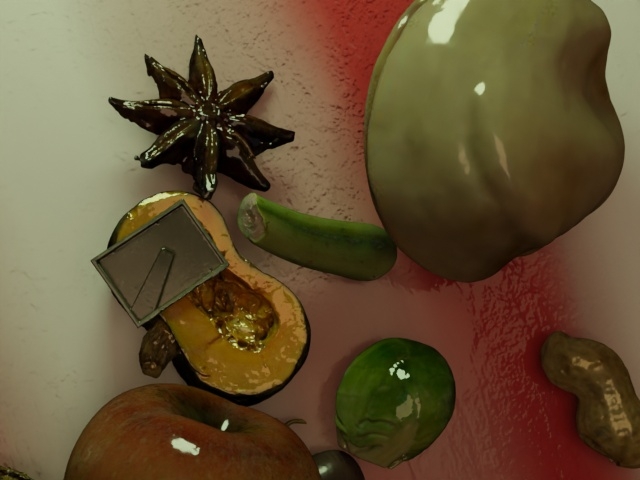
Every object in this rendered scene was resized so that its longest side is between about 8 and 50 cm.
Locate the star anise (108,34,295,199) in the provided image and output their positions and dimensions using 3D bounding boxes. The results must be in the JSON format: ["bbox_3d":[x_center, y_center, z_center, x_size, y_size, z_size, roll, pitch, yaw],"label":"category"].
[{"bbox_3d":[-0.164,-0.155,1.939,0.271,0.102,0.272,10,57,-16],"label":"star anise"}]

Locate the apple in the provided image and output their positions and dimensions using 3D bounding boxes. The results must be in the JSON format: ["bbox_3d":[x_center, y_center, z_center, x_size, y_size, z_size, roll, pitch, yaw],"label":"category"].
[{"bbox_3d":[-0.168,0.354,1.755,0.338,0.338,0.305,18,100,-7],"label":"apple"}]

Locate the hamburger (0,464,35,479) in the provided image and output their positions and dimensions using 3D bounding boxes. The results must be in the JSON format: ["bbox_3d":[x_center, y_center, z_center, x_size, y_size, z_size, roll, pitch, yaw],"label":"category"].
[{"bbox_3d":[-0.410,0.373,1.775,0.177,0.185,0.113,4,117,-28],"label":"hamburger"}]

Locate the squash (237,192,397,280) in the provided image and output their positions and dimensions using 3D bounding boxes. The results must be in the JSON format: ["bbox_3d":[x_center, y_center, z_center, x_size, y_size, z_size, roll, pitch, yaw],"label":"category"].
[{"bbox_3d":[0.000,0.000,1.926,0.250,0.083,0.083,15,83,-30],"label":"squash"}]

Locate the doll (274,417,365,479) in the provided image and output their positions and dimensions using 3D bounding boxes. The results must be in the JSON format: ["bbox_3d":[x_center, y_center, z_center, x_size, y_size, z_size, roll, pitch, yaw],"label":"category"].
[{"bbox_3d":[-0.015,0.328,1.927,0.145,0.096,0.188,-17,78,-16],"label":"doll"}]

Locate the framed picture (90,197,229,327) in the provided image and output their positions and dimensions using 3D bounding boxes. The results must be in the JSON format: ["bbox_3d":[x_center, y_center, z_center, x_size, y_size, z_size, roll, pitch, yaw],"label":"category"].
[{"bbox_3d":[-0.209,0.029,1.824,0.149,0.011,0.109,-34,89,-15],"label":"framed picture"}]

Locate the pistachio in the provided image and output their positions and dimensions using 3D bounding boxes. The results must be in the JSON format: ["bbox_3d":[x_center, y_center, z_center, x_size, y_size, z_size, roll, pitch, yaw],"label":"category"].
[{"bbox_3d":[0.239,-0.159,1.907,0.365,0.281,0.446,17,87,-14],"label":"pistachio"}]

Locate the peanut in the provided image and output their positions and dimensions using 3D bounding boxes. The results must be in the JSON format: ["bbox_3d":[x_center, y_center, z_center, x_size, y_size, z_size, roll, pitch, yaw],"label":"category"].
[{"bbox_3d":[0.402,0.225,1.998,0.103,0.098,0.229,-29,87,-37],"label":"peanut"}]

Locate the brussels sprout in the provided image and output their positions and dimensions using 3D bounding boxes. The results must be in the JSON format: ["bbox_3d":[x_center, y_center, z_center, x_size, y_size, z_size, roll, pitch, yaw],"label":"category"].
[{"bbox_3d":[0.103,0.223,1.923,0.161,0.144,0.181,14,81,8],"label":"brussels sprout"}]

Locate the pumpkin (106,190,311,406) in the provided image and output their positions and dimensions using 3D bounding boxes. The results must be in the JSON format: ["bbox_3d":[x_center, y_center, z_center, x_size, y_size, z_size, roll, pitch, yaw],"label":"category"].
[{"bbox_3d":[-0.170,0.093,1.893,0.222,0.139,0.317,-41,94,-12],"label":"pumpkin"}]
